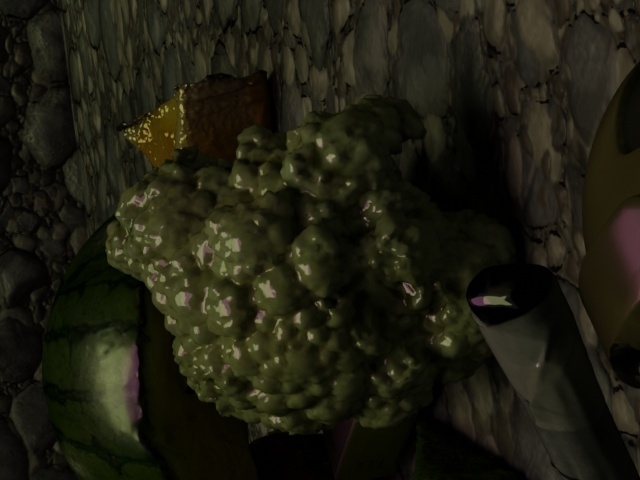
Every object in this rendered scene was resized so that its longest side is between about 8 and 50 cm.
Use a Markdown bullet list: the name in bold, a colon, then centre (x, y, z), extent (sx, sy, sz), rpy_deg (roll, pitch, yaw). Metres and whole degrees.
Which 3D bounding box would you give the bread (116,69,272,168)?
- **bread**: centre (-0.133, -0.131, 1.891), extent (0.160, 0.140, 0.169), rpy_deg (42, 134, 48)

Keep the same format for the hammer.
- **hammer**: centre (0.170, 0.173, 0.827), extent (0.152, 0.044, 0.427), rpy_deg (3, 132, 37)

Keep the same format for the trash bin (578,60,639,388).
- **trash bin**: centre (0.230, 0.044, 0.679), extent (0.214, 0.214, 0.334), rpy_deg (107, 145, -55)

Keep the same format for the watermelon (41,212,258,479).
- **watermelon**: centre (-0.149, 0.121, 1.537), extent (0.331, 0.189, 0.330), rpy_deg (47, -146, -46)

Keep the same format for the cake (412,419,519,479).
- **cake**: centre (0.089, 0.215, 1.407), extent (0.235, 0.099, 0.100), rpy_deg (-153, 58, -71)

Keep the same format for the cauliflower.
- **cauliflower**: centre (-0.002, -0.001, 1.336), extent (0.260, 0.327, 0.281), rpy_deg (95, -172, -52)

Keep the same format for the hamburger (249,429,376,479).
- **hamburger**: centre (-0.011, 0.289, 1.674), extent (0.261, 0.139, 0.243), rpy_deg (130, 137, -53)

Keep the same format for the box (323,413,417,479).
- **box**: centre (0.027, 0.062, 1.569), extent (0.175, 0.062, 0.260), rpy_deg (105, 155, -53)
